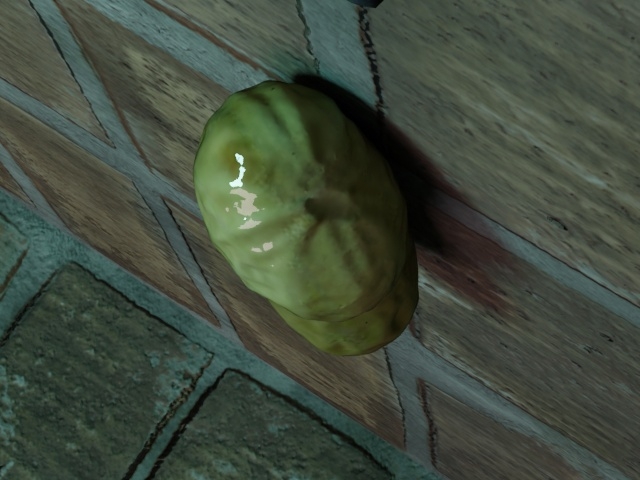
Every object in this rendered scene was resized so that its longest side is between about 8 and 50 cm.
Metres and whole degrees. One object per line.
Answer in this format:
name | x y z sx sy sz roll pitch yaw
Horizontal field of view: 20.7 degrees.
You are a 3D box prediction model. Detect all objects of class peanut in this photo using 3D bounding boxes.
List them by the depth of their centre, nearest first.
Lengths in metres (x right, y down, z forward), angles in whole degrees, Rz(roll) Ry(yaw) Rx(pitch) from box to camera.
peanut | 0.000 0.000 1.264 0.148 0.147 0.319 30 165 25

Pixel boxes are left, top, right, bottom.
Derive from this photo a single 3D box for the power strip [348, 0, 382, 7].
power strip | -0.049 -0.193 0.690 0.257 0.105 0.070 31 168 13
